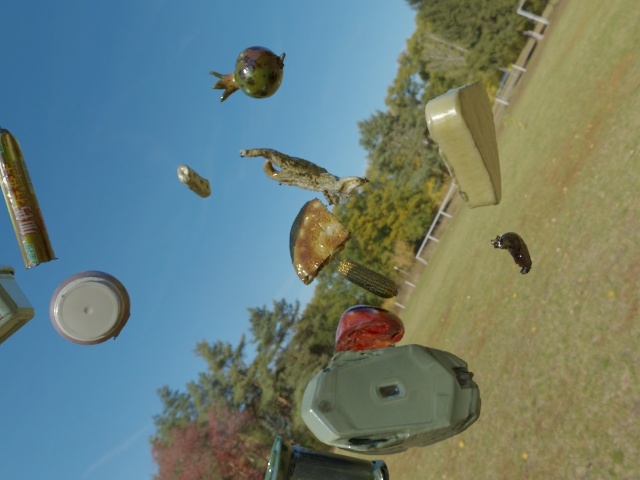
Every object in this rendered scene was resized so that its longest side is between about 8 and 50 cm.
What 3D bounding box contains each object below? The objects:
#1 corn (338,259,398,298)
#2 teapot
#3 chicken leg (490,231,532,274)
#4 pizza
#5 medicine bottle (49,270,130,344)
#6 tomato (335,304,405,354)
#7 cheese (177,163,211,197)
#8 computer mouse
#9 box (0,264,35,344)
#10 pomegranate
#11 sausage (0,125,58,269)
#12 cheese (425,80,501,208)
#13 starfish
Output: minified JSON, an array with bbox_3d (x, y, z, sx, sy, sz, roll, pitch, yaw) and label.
[{"bbox_3d":[0.150,0.122,1.586,0.068,0.207,0.068,-60,-9,-16],"label":"corn"},{"bbox_3d":[0.016,0.687,1.363,0.200,0.337,0.270,-93,19,-68],"label":"teapot"},{"bbox_3d":[0.586,0.025,1.545,0.253,0.051,0.106,26,-126,-41],"label":"chicken leg"},{"bbox_3d":[0.000,0.000,1.795,0.086,0.226,0.336,73,-161,-64],"label":"pizza"},{"bbox_3d":[-0.439,0.128,0.972,0.147,0.147,0.247,-60,16,-15],"label":"medicine bottle"},{"bbox_3d":[0.145,0.271,1.560,0.140,0.200,0.233,-96,22,-47],"label":"tomato"},{"bbox_3d":[-0.389,-0.180,1.566,0.194,0.043,0.065,52,-150,-78],"label":"cheese"},{"bbox_3d":[0.159,0.374,1.171,0.145,0.429,0.228,100,159,-46],"label":"computer mouse"},{"bbox_3d":[-1.017,0.235,1.490,0.312,0.182,0.175,-42,-5,-5],"label":"box"},{"bbox_3d":[-0.209,-0.481,1.446,0.156,0.220,0.156,179,90,-86],"label":"pomegranate"},{"bbox_3d":[-0.751,-0.116,1.265,0.082,0.082,0.372,-30,-74,-71],"label":"sausage"},{"bbox_3d":[0.426,-0.259,1.426,0.384,0.104,0.384,24,-119,-53],"label":"cheese"},{"bbox_3d":[-0.046,-0.180,1.362,0.432,0.324,0.082,-141,75,-89],"label":"starfish"}]
